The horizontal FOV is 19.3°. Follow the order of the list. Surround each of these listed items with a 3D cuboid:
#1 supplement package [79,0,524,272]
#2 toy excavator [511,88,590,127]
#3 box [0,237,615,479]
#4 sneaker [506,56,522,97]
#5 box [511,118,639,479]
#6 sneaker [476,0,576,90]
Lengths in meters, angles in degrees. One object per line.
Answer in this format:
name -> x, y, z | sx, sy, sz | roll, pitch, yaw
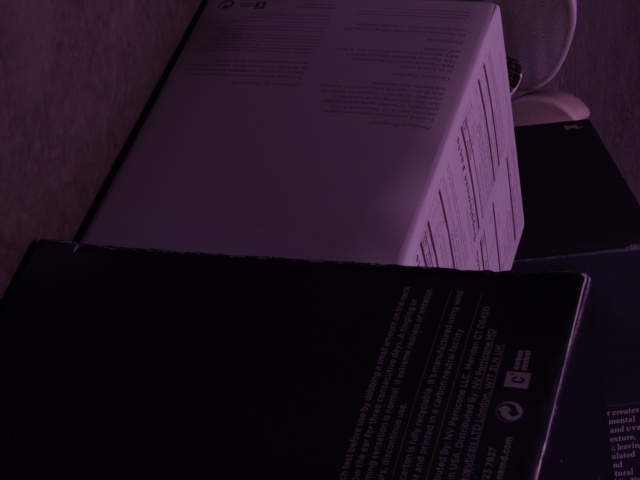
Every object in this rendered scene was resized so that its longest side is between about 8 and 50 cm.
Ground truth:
supplement package -> 0.000, 0.000, 1.193 | 0.263, 0.199, 0.198 | -68, 155, -43
toy excavator -> 0.286, 0.119, 1.981 | 0.445, 0.433, 0.222 | -62, 168, 17
box -> -0.003, 0.185, 1.048 | 0.343, 0.312, 0.179 | 75, 26, -42
sneaker -> 0.156, -0.123, 1.883 | 0.073, 0.063, 0.162 | 98, 12, -54
box -> 0.187, 0.082, 1.674 | 0.296, 0.182, 0.294 | -101, -174, -66
sneaker -> 0.219, -0.311, 1.928 | 0.169, 0.108, 0.292 | -71, 164, -48
